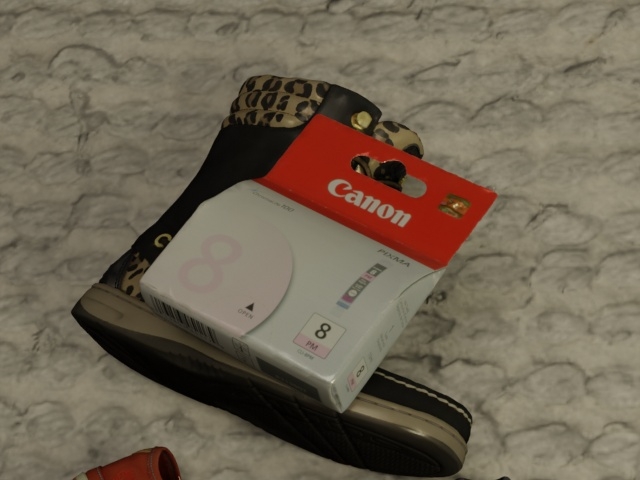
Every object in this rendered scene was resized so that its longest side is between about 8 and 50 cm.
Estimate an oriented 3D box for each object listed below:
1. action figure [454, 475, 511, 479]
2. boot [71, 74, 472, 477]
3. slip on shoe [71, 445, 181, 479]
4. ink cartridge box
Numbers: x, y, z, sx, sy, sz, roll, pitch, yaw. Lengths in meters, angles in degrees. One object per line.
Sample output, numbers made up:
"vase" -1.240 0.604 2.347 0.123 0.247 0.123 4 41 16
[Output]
"action figure" 0.187 0.286 1.408 0.276 0.141 0.164 34 39 -5
"boot" 0.004 0.022 1.641 0.377 0.138 0.284 17 67 33
"slip on shoe" -0.087 0.281 1.525 0.101 0.123 0.331 -35 50 -8
"ink cartridge box" 0.000 0.000 1.544 0.189 0.066 0.232 26 69 25
